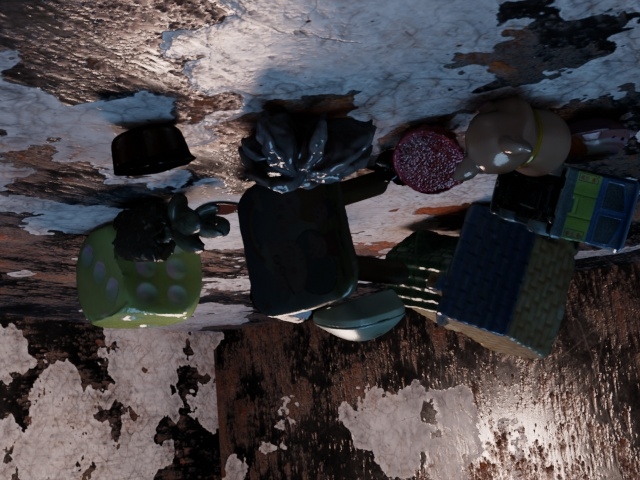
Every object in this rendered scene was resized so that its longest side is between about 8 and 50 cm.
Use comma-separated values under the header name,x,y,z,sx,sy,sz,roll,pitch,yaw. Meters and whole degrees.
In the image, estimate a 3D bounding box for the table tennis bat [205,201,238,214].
name,x,y,z,sx,sy,sz,roll,pitch,yaw
table tennis bat,-0.223,-0.078,2.150,0.156,0.013,0.087,6,161,-37

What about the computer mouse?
name,x,y,z,sx,sy,sz,roll,pitch,yaw
computer mouse,0.087,0.173,1.912,0.159,0.097,0.288,-17,176,-20

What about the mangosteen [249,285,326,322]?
name,x,y,z,sx,sy,sz,roll,pitch,yaw
mangosteen,-0.081,0.101,2.517,0.233,0.287,0.287,6,166,-7

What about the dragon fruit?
name,x,y,z,sx,sy,sz,roll,pitch,yaw
dragon fruit,0.220,-0.176,1.720,0.153,0.153,0.111,-12,-154,29

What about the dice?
name,x,y,z,sx,sy,sz,roll,pitch,yaw
dice,-0.476,0.095,2.265,0.254,0.252,0.250,4,164,-40

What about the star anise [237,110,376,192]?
name,x,y,z,sx,sy,sz,roll,pitch,yaw
star anise,-0.032,-0.147,1.623,0.316,0.139,0.359,-4,169,26

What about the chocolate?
name,x,y,z,sx,sy,sz,roll,pitch,yaw
chocolate,-0.301,-0.167,1.564,0.149,0.080,0.125,-13,179,2

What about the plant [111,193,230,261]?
name,x,y,z,sx,sy,sz,roll,pitch,yaw
plant,-0.346,-0.029,2.022,0.274,0.149,0.146,-9,-177,27

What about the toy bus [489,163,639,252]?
name,x,y,z,sx,sy,sz,roll,pitch,yaw
toy bus,0.497,-0.086,1.810,0.190,0.152,0.312,11,-172,-15

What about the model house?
name,x,y,z,sx,sy,sz,roll,pitch,yaw
model house,0.425,0.079,2.470,0.400,0.395,0.445,25,169,-36

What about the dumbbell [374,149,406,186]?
name,x,y,z,sx,sy,sz,roll,pitch,yaw
dumbbell,0.159,-0.154,1.832,0.069,0.069,0.147,-15,165,36

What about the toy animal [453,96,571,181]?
name,x,y,z,sx,sy,sz,roll,pitch,yaw
toy animal,0.369,-0.188,1.622,0.248,0.149,0.165,-10,158,-40

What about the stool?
name,x,y,z,sx,sy,sz,roll,pitch,yaw
stool,0.000,0.000,1.936,0.310,0.310,0.226,-17,169,39

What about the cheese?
name,x,y,z,sx,sy,sz,roll,pitch,yaw
cheese,0.555,-0.197,1.799,0.189,0.074,0.286,-7,172,13
